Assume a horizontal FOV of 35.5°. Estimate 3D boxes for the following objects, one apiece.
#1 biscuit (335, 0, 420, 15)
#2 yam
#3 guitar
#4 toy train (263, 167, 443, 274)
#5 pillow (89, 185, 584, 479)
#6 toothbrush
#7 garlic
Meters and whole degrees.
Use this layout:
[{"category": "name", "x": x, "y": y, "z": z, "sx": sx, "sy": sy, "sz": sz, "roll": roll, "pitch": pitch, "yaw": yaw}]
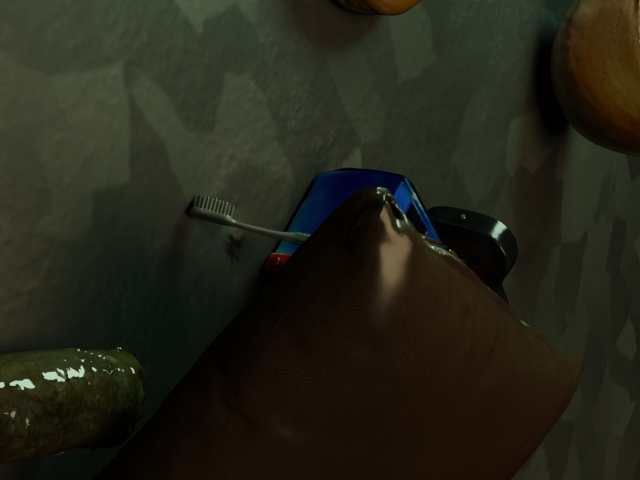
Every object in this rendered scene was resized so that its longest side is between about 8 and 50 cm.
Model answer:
[{"category": "biscuit", "x": 0.044, "y": -0.246, "z": 0.713, "sx": 0.170, "sy": 0.050, "sz": 0.170, "roll": -9, "pitch": 101, "yaw": -53}, {"category": "yam", "x": -0.182, "y": 0.072, "z": 0.440, "sx": 0.253, "sy": 0.061, "sz": 0.061, "roll": 12, "pitch": 85, "yaw": -55}, {"category": "guitar", "x": 0.128, "y": 0.072, "z": 0.865, "sx": 0.025, "sy": 0.088, "sz": 0.233, "roll": -47, "pitch": 140, "yaw": -39}, {"category": "toy train", "x": 0.046, "y": 0.056, "z": 0.732, "sx": 0.204, "sy": 0.083, "sz": 0.131, "roll": 57, "pitch": 49, "yaw": -42}, {"category": "pillow", "x": 0.002, "y": 0.138, "z": 0.591, "sx": 0.305, "sy": 0.108, "sz": 0.308, "roll": -47, "pitch": 142, "yaw": 7}, {"category": "toothbrush", "x": 0.000, "y": 0.000, "z": 0.628, "sx": 0.167, "sy": 0.011, "sz": 0.014, "roll": 16, "pitch": 68, "yaw": -9}, {"category": "garlic", "x": 0.288, "y": -0.187, "z": 1.016, "sx": 0.115, "sy": 0.128, "sz": 0.206, "roll": -4, "pitch": 96, "yaw": -11}]
